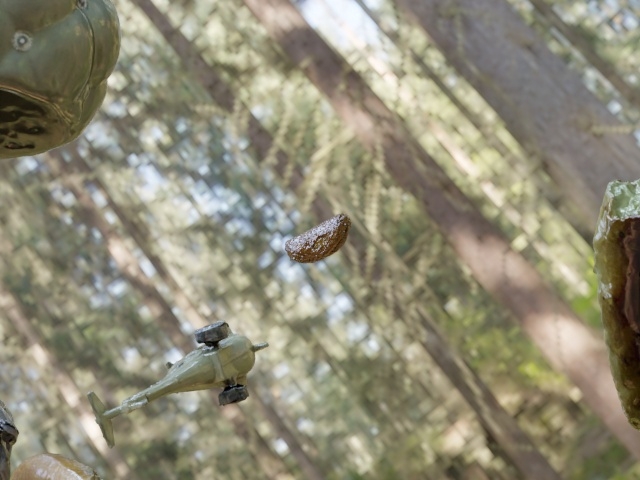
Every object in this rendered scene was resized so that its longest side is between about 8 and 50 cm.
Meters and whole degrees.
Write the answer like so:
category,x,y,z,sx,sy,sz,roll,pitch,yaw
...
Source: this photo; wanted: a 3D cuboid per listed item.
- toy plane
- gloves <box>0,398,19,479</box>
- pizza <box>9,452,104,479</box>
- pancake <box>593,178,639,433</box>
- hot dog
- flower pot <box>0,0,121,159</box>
category,x,y,z,sx,sy,sz,roll,pitch,yaw
toy plane,-0.150,0.151,1.645,0.108,0.092,0.286,-17,3,23
gloves,-0.404,0.196,1.609,0.142,0.285,0.119,21,-100,-41
pizza,-0.174,0.249,1.106,0.052,0.195,0.185,-23,4,-27
pancake,0.435,0.110,1.465,0.305,0.426,0.067,-21,13,-2
hot dog,0.000,0.000,1.733,0.083,0.035,0.058,-27,12,16
flower pot,-0.315,-0.200,1.455,0.246,0.195,0.246,3,-22,1
